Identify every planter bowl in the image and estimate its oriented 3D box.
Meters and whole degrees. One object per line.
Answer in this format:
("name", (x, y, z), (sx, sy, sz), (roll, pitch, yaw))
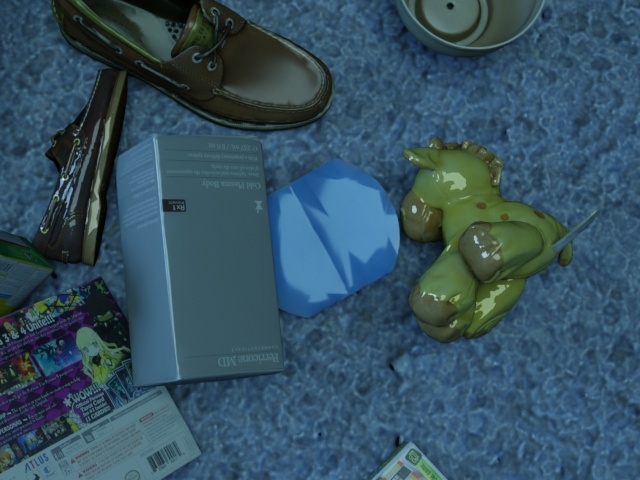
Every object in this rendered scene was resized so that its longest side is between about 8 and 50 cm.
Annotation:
("planter bowl", (0.149, -0.266, 1.165), (0.162, 0.109, 0.162), (1, 82, -7))

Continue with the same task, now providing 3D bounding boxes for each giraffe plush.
("giraffe plush", (0.149, -0.021, 1.113), (0.210, 0.181, 0.170), (-38, 66, -1))

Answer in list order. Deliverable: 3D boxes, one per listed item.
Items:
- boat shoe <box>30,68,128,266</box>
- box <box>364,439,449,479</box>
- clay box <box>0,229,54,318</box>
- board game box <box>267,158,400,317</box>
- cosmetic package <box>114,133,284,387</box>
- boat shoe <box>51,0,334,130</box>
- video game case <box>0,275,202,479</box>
("boat shoe", (-0.244, -0.079, 1.103), (0.073, 0.073, 0.207), (11, 81, -3))
("box", (0.121, 0.318, 1.108), (0.114, 0.036, 0.207), (-43, 89, -11))
("clay box", (-0.363, 0.084, 1.018), (0.222, 0.127, 0.053), (-45, 79, 1))
("board game box", (0.000, 0.000, 1.143), (0.168, 0.033, 0.133), (-30, 83, 0))
("cosmetic package", (-0.121, 0.023, 1.072), (0.127, 0.107, 0.238), (-3, 79, -36))
("boat shoe", (-0.130, -0.196, 1.120), (0.307, 0.104, 0.111), (16, 79, -5))
("video game case", (-0.247, 0.163, 1.016), (0.232, 0.042, 0.210), (-27, 85, -49))
